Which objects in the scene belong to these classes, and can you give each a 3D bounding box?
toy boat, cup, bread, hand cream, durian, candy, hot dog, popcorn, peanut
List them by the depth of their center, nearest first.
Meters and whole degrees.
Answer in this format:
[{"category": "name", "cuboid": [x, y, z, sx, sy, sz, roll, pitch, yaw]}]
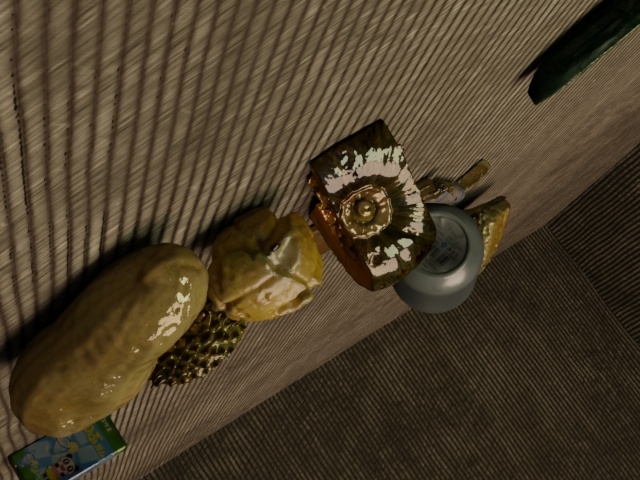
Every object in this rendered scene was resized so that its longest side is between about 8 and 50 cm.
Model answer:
[{"category": "peanut", "cuboid": [-0.251, 0.118, 1.049, 0.319, 0.147, 0.147, -44, 166, 20]}, {"category": "popcorn", "cuboid": [-0.074, 0.031, 1.156, 0.167, 0.148, 0.152, -18, -176, -24]}, {"category": "durian", "cuboid": [-0.213, 0.138, 1.309, 0.252, 0.144, 0.139, -38, -170, -6]}, {"category": "candy", "cuboid": [-0.469, 0.399, 1.627, 0.194, 0.097, 0.062, -27, 165, -31]}, {"category": "toy boat", "cuboid": [0.165, -0.048, 1.635, 0.200, 0.077, 0.057, -35, 167, 4]}, {"category": "hand cream", "cuboid": [0.251, -0.097, 1.766, 0.065, 0.043, 0.171, -41, 162, 23]}, {"category": "hot dog", "cuboid": [0.324, -0.136, 1.835, 0.090, 0.030, 0.034, -43, 170, 34]}, {"category": "cup", "cuboid": [0.254, 0.040, 1.914, 0.205, 0.205, 0.312, -34, 168, -3]}, {"category": "bread", "cuboid": [0.360, 0.000, 2.172, 0.262, 0.162, 0.204, -26, -174, 34]}]

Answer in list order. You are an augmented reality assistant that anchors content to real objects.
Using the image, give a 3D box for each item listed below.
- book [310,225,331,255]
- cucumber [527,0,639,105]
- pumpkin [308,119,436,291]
[{"category": "book", "cuboid": [-0.001, -0.001, 1.522, 0.242, 0.018, 0.170, -27, 165, -33]}, {"category": "cucumber", "cuboid": [0.414, -0.302, 1.350, 0.244, 0.063, 0.115, -40, 175, 24]}, {"category": "pumpkin", "cuboid": [0.057, -0.065, 1.279, 0.139, 0.190, 0.280, -33, 125, -8]}]
